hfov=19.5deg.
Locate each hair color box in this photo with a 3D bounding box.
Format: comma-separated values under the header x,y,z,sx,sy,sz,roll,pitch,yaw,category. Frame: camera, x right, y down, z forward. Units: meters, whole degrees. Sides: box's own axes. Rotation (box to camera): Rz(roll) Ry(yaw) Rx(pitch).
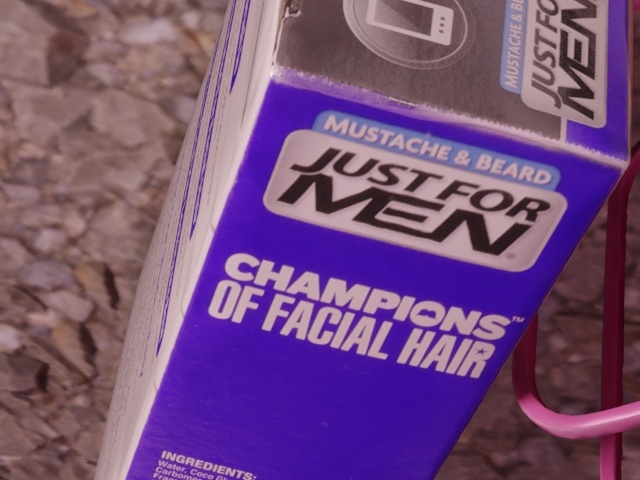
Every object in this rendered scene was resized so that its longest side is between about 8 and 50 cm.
x,y,z,sx,sy,sz,roll,pitch,yaw,category
0.000,0.000,0.654,0.110,0.185,0.339,14,140,-7,hair color box

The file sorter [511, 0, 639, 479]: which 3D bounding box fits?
x,y,z,sx,sy,sz,roll,pitch,yaw,category
0.215,0.045,0.658,0.182,0.202,0.290,-21,132,32,file sorter
